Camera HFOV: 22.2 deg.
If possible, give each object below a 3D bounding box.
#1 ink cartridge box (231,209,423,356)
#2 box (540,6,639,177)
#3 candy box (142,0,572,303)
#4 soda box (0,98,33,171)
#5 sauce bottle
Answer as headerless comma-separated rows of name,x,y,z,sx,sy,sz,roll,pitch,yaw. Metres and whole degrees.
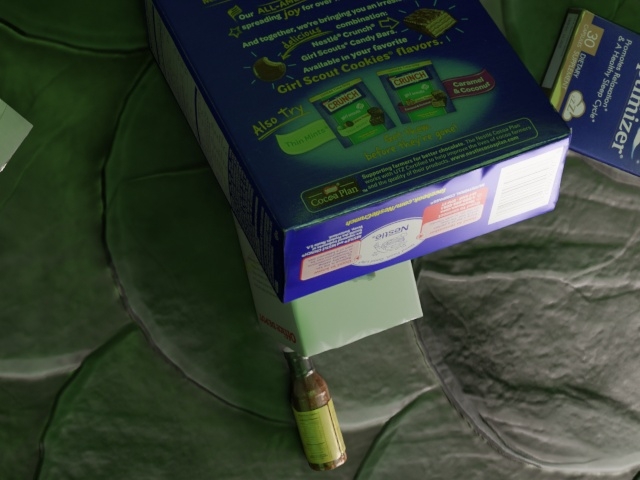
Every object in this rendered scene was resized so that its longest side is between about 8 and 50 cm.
ink cartridge box,0.000,0.000,1.526,0.127,0.128,0.176,-17,106,-18
box,0.331,-0.137,1.684,0.225,0.036,0.136,19,92,-24
candy box,0.022,-0.134,1.419,0.268,0.317,0.122,-18,149,-16
soda box,-0.386,-0.147,1.360,0.286,0.098,0.091,41,71,-22
sauce bottle,-0.008,0.162,1.598,0.042,0.042,0.128,-18,104,-18
